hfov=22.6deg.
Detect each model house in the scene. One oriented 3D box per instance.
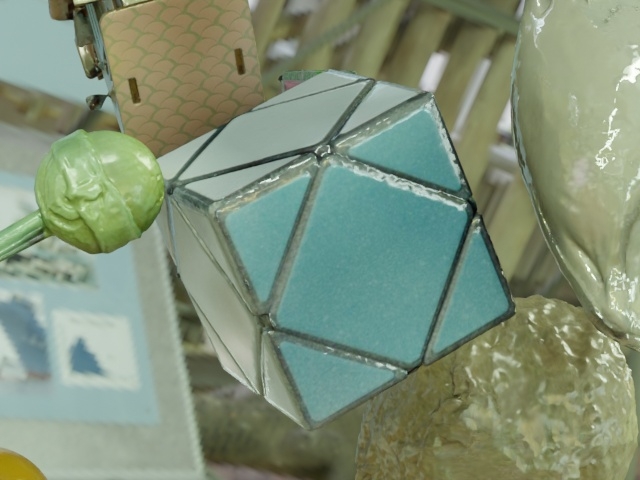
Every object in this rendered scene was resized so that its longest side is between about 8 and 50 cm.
[{"bbox_3d":[-0.156,-0.170,1.445,0.326,0.169,0.244,107,-37,-67],"label":"model house"}]

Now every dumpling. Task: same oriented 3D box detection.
[{"bbox_3d":[0.265,-0.079,1.309,0.260,0.181,0.341,17,41,-55],"label":"dumpling"}]

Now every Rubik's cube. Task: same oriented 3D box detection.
[{"bbox_3d":[0.000,0.000,1.292,0.207,0.205,0.205,28,-36,64],"label":"Rubik's cube"}]

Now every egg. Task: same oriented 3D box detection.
[{"bbox_3d":[0.171,0.192,1.548,0.279,0.310,0.279,28,13,-7],"label":"egg"}]

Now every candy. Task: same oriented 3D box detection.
[{"bbox_3d":[-0.268,0.022,1.186,0.093,0.335,0.092,62,-10,-17],"label":"candy"}]

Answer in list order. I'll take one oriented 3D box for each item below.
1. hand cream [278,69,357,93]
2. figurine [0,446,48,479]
[{"bbox_3d":[0.000,-0.047,1.729,0.079,0.275,0.050,-4,14,-11],"label":"hand cream"},{"bbox_3d":[-0.304,0.201,1.195,0.222,0.325,0.124,-2,45,1],"label":"figurine"}]
